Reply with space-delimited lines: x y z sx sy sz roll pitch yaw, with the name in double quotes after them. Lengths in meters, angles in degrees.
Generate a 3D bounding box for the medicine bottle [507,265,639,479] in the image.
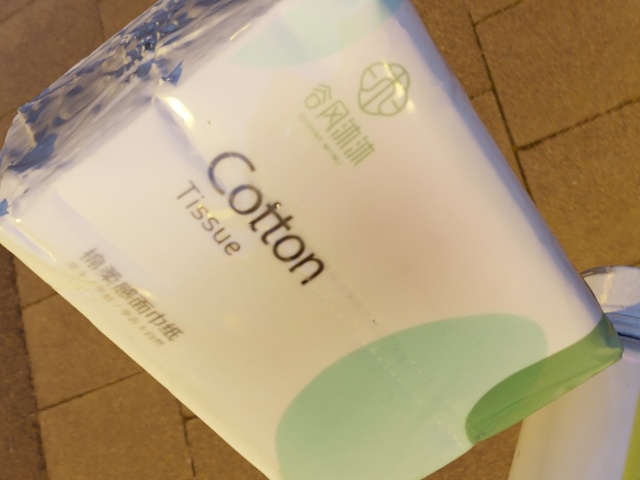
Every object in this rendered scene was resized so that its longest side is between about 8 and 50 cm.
0.240 0.160 0.689 0.143 0.143 0.258 7 62 29 "medicine bottle"

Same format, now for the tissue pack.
0.000 0.001 0.565 0.266 0.356 0.194 -34 32 10 "tissue pack"
